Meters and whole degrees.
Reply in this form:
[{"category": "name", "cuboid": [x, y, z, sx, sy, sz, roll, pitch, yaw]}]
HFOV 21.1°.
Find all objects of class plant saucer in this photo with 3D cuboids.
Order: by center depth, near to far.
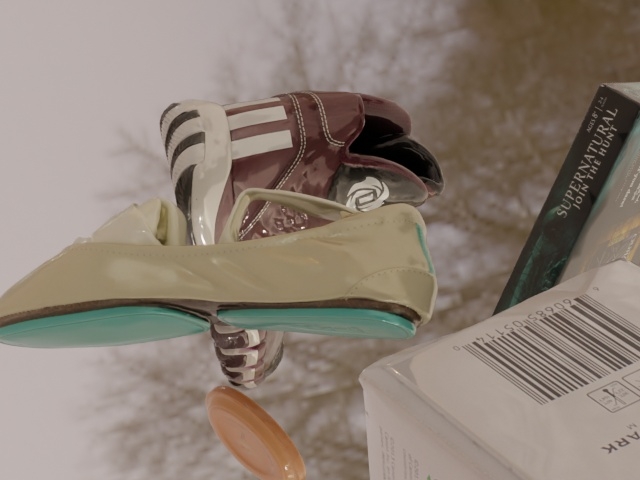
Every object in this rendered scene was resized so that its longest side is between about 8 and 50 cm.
[{"category": "plant saucer", "cuboid": [-0.044, 0.128, 1.104, 0.013, 0.083, 0.083, -43, -51, -26]}]

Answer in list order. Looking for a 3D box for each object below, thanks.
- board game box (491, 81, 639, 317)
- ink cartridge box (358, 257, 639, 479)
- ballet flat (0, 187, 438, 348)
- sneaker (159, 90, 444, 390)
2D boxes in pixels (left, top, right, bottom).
[{"category": "board game box", "cuboid": [0.138, 0.007, 0.867, 0.126, 0.026, 0.186, -9, -52, -56]}, {"category": "ink cartridge box", "cuboid": [0.146, 0.210, 0.607, 0.272, 0.130, 0.310, 37, 139, 47]}, {"category": "ballet flat", "cuboid": [-0.059, 0.014, 0.905, 0.086, 0.248, 0.086, -2, -90, -75]}, {"category": "sneaker", "cuboid": [0.000, 0.000, 1.082, 0.281, 0.162, 0.106, 82, 173, -61]}]
